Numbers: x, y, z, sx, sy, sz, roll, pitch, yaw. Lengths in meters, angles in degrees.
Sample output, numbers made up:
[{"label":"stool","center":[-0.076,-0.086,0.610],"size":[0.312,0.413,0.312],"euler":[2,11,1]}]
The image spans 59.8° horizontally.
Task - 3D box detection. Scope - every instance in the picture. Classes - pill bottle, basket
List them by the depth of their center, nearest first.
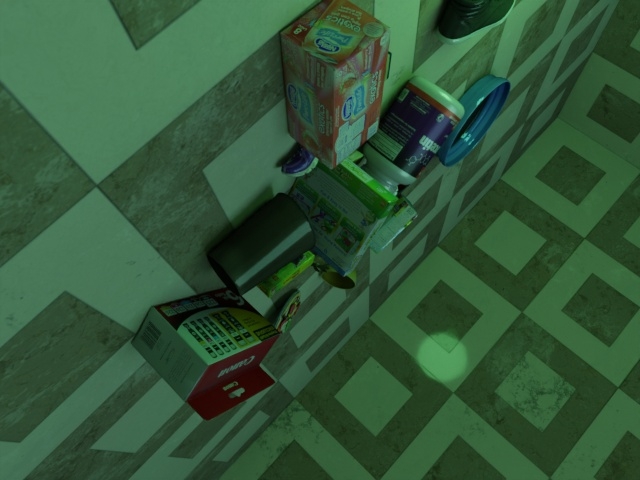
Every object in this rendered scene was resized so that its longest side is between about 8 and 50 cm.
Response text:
[{"label":"basket","center":[-0.147,0.020,1.355],"size":[0.227,0.154,0.204],"euler":[-38,161,-19]},{"label":"pill bottle","center":[0.246,-0.288,1.581],"size":[0.322,0.181,0.181],"euler":[-55,161,16]}]

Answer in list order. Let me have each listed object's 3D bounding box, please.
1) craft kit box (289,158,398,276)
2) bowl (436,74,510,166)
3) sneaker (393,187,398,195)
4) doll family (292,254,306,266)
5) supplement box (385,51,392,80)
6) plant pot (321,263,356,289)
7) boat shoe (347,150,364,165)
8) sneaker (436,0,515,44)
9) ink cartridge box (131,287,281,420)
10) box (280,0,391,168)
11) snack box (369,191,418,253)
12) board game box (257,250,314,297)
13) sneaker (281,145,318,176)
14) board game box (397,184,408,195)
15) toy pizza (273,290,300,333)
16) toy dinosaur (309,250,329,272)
[{"label":"craft kit box","center":[0.034,-0.080,1.404],"size":[0.061,0.250,0.246],"euler":[-25,150,-50]},{"label":"bowl","center":[0.581,-0.464,2.158],"size":[0.391,0.077,0.391],"euler":[-42,160,-19]},{"label":"sneaker","center":[0.180,-0.122,1.938],"size":[0.094,0.081,0.208],"euler":[-2,127,-51]},{"label":"doll family","center":[-0.059,-0.018,1.541],"size":[0.193,0.111,0.076],"euler":[-48,160,-18]},{"label":"supplement box","center":[0.112,-0.391,1.275],"size":[0.083,0.056,0.083],"euler":[-44,161,-17]},{"label":"plant pot","center":[0.080,0.110,2.094],"size":[0.134,0.134,0.095],"euler":[93,15,-61]},{"label":"boat shoe","center":[0.066,-0.217,1.527],"size":[0.135,0.045,0.050],"euler":[-33,164,-49]},{"label":"sneaker","center":[0.433,-0.633,1.448],"size":[0.296,0.104,0.147],"euler":[-37,163,-22]},{"label":"ink cartridge box","center":[-0.253,0.268,1.394],"size":[0.130,0.272,0.309],"euler":[-57,161,20]},{"label":"box","center":[0.027,-0.305,1.114],"size":[0.154,0.142,0.300],"euler":[-43,160,-18]},{"label":"snack box","center":[0.247,-0.067,2.027],"size":[0.207,0.070,0.174],"euler":[-46,-166,12]},{"label":"board game box","center":[-0.113,0.076,1.614],"size":[0.181,0.092,0.043],"euler":[-38,158,-30]},{"label":"sneaker","center":[-0.032,-0.217,1.308],"size":[0.170,0.068,0.071],"euler":[-45,138,-17]},{"label":"board game box","center":[0.306,-0.219,2.056],"size":[0.133,0.033,0.168],"euler":[-42,-173,18]},{"label":"toy pizza","center":[-0.118,0.272,2.002],"size":[0.201,0.032,0.201],"euler":[-59,171,-16]},{"label":"toy dinosaur","center":[0.000,0.000,1.693],"size":[0.200,0.127,0.296],"euler":[-43,156,2]}]
